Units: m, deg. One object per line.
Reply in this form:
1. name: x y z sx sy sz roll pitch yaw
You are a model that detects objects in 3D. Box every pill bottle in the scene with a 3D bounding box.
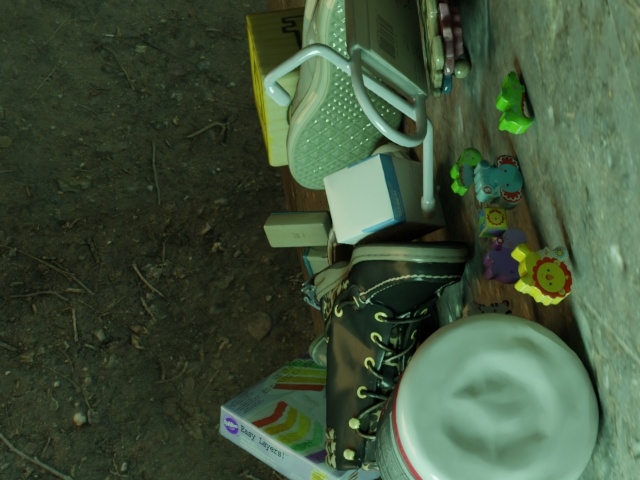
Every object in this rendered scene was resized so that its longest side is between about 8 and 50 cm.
1. pill bottle: 0.146 0.195 1.031 0.318 0.176 0.176 98 162 -70

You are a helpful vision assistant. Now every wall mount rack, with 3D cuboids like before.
1. wall mount rack: 0.068 -0.199 1.218 0.304 0.130 0.350 32 -138 -35

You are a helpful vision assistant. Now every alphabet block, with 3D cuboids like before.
1. alphabet block: -0.008 -0.261 1.716 0.193 0.197 0.192 -106 8 -45

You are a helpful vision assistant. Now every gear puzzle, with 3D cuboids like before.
1. gear puzzle: 0.122 -0.331 1.114 0.175 0.044 0.339 48 -145 -82

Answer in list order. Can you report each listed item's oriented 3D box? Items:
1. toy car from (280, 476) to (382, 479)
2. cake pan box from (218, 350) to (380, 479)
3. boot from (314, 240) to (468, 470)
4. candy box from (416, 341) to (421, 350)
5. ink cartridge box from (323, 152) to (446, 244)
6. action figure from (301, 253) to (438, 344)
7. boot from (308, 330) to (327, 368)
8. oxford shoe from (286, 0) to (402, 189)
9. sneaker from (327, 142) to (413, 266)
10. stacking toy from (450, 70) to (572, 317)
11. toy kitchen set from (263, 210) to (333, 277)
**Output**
1. toy car: -0.009 0.449 1.812 0.210 0.238 0.219 88 170 -54
2. cake pan box: 0.017 0.280 1.643 0.245 0.267 0.070 28 127 33
3. boot: 0.087 0.154 1.353 0.377 0.138 0.284 153 118 -66
4. candy box: 0.159 0.176 1.627 0.206 0.027 0.105 -106 6 -51
5. ink cartridge box: 0.089 -0.048 1.335 0.143 0.092 0.090 6 -113 -51
6. action figure: 0.078 0.077 1.633 0.285 0.185 0.099 49 174 49
7. boot: 0.094 0.181 1.638 0.076 0.189 0.208 47 173 -36
8. oxford shoe: 0.035 -0.243 1.507 0.449 0.169 0.130 99 159 -51
9. sneaker: 0.085 -0.019 1.509 0.132 0.086 0.229 53 128 55
10. stacking toy: 0.177 -0.023 0.995 0.167 0.052 0.221 115 154 -66
11. toy kitchen set: 0.000 0.000 2.005 0.166 0.122 0.207 -65 -34 -46
